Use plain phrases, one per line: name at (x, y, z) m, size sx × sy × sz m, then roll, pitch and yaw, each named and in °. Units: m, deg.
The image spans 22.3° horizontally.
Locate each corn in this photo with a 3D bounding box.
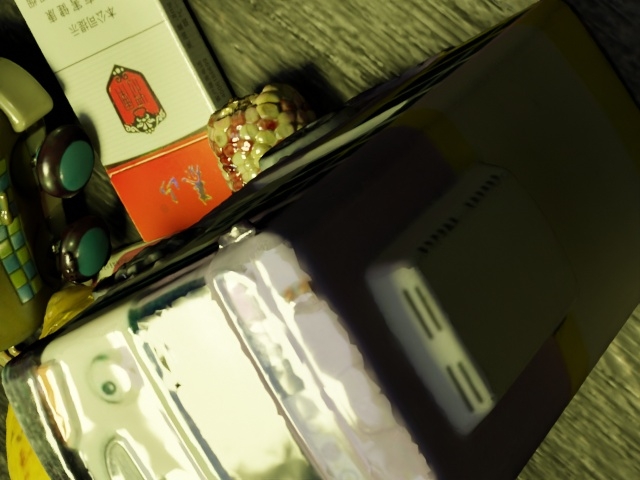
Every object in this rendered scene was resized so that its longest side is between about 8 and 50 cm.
corn at (0.000, 0.000, 1.221) m, size 0.086 × 0.086 × 0.253 m, roll -18°, pitch 104°, yaw 38°

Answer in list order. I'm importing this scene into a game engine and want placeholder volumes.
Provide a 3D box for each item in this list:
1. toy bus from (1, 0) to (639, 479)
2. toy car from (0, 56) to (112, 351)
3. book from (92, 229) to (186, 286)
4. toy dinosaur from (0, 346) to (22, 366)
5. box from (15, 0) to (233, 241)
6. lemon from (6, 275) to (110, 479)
toy bus at (0.044, 0.033, 0.983) m, size 0.249 × 0.440 × 0.209 m, roll -25°, pitch 99°, yaw 37°
toy car at (-0.307, -0.012, 1.309) m, size 0.204 × 0.198 × 0.248 m, roll 15°, pitch 130°, yaw 30°
book at (-0.122, 0.110, 1.399) m, size 0.162 × 0.022 × 0.232 m, roll -18°, pitch 103°, yaw 38°
toy dinosaur at (-0.303, 0.089, 1.498) m, size 0.126 × 0.039 × 0.162 m, roll 25°, pitch 131°, yaw 31°
box at (-0.142, -0.125, 1.276) m, size 0.139 × 0.035 × 0.245 m, roll -17°, pitch 104°, yaw 37°
lemon at (-0.099, 0.153, 1.173) m, size 0.310 × 0.258 × 0.258 m, roll 55°, pitch 132°, yaw 19°
